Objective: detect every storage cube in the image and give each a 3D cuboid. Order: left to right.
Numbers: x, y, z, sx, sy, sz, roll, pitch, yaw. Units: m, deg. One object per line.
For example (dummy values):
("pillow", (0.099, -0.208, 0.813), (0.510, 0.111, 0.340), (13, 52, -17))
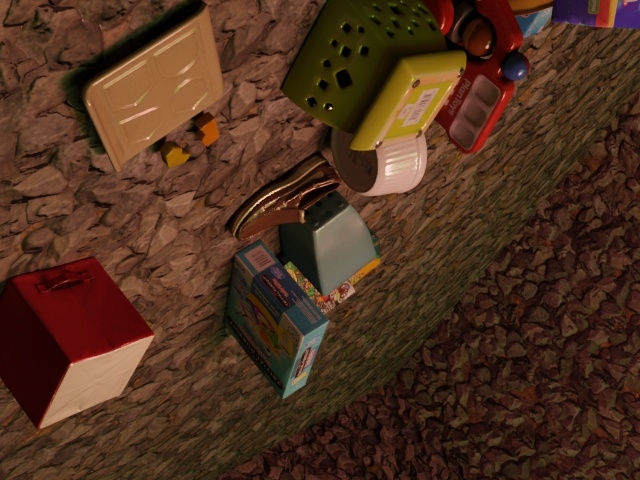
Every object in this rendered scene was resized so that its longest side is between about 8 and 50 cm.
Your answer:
("storage cube", (-0.439, 0.175, 1.544), (0.183, 0.193, 0.215), (-17, 148, -50))

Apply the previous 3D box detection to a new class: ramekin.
("ramekin", (0.110, -0.188, 1.812), (0.109, 0.207, 0.207), (-19, 151, -30))

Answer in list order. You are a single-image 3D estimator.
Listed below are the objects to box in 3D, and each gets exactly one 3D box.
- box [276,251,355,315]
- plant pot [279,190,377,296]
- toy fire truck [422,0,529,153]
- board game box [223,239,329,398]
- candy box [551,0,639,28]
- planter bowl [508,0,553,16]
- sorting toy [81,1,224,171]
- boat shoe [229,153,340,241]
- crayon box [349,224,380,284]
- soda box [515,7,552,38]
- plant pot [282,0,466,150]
("box", (-0.020, 0.096, 2.238), (0.159, 0.044, 0.233), (-39, 134, -10))
("plant pot", (0.007, -0.023, 2.027), (0.165, 0.165, 0.234), (-38, 152, -12))
("toy fire truck", (0.274, -0.347, 1.692), (0.169, 0.254, 0.302), (-24, 152, -40))
("board game box", (-0.114, 0.193, 2.096), (0.079, 0.254, 0.336), (-30, 157, -27))
("candy box", (0.558, -0.532, 1.654), (0.317, 0.122, 0.268), (-14, 113, -47))
("planter bowl", (0.406, -0.527, 1.746), (0.217, 0.217, 0.090), (-34, 123, -20))
("sorting toy", (-0.242, -0.206, 1.358), (0.229, 0.041, 0.307), (-41, 161, -16))
("boat shoe", (-0.068, -0.074, 1.860), (0.257, 0.095, 0.095), (-39, 160, -7))
("crayon box", (0.033, 0.086, 2.404), (0.278, 0.081, 0.165), (-38, 160, -11))
("soda box", (0.480, -0.536, 1.929), (0.067, 0.071, 0.210), (-26, 161, -29))
("plant pot", (0.108, -0.294, 1.571), (0.227, 0.207, 0.228), (-19, 149, -47))
